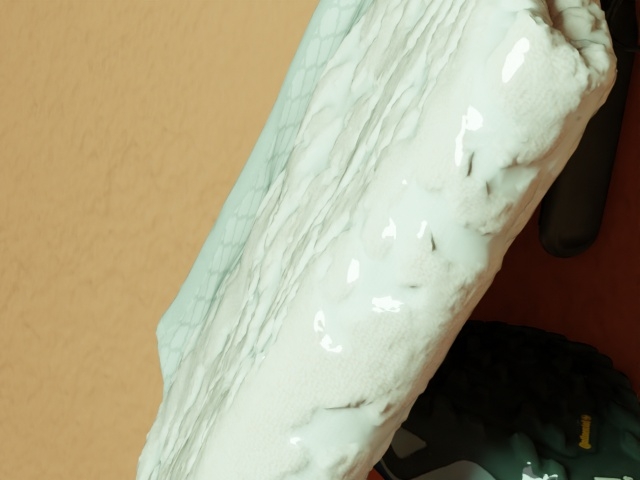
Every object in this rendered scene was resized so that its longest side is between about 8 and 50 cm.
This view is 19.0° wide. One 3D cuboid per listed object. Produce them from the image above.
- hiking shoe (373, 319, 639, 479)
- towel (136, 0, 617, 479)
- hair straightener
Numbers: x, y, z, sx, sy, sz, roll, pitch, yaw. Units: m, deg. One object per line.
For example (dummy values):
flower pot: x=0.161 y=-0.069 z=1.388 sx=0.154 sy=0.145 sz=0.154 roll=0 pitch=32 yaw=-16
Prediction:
hiking shoe: x=0.090 y=0.123 z=0.708 sx=0.304 sy=0.113 sz=0.132 roll=31 pitch=121 yaw=54
towel: x=0.000 y=0.000 z=0.741 sx=0.332 sy=0.053 sz=0.317 roll=-61 pitch=12 yaw=27
hair straightener: x=0.129 y=-0.100 z=0.744 sx=0.089 sy=0.047 sz=0.230 roll=25 pitch=101 yaw=36
